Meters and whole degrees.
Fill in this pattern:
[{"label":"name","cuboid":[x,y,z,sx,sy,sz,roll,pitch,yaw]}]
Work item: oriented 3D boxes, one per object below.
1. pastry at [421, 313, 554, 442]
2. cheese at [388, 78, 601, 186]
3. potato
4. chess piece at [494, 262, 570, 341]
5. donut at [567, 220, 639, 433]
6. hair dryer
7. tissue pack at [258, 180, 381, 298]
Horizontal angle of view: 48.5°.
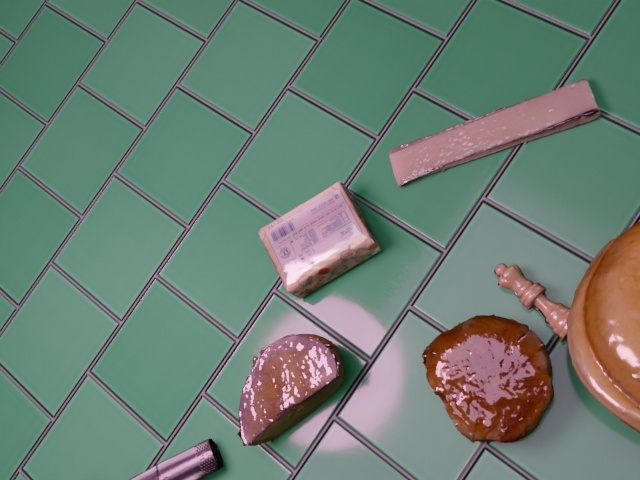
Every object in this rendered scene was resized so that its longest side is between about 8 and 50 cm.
[{"label":"pastry","cuboid":[0.282,0.234,1.222,0.228,0.100,0.219,21,87,18]},{"label":"cheese","cuboid":[0.327,-0.205,1.367,0.400,0.034,0.085,-19,66,12]},{"label":"potato","cuboid":[-0.060,0.264,1.330,0.243,0.098,0.138,-39,63,11]},{"label":"chess piece","cuboid":[0.378,0.101,1.253,0.172,0.060,0.060,42,91,26]},{"label":"donut","cuboid":[0.600,0.140,1.052,0.448,0.198,0.449,-8,54,11]},{"label":"hair dryer","cuboid":[-0.317,0.549,1.312,0.320,0.156,0.284,-19,59,4]},{"label":"tissue pack","cuboid":[0.000,0.000,1.386,0.196,0.092,0.148,-31,67,9]}]
